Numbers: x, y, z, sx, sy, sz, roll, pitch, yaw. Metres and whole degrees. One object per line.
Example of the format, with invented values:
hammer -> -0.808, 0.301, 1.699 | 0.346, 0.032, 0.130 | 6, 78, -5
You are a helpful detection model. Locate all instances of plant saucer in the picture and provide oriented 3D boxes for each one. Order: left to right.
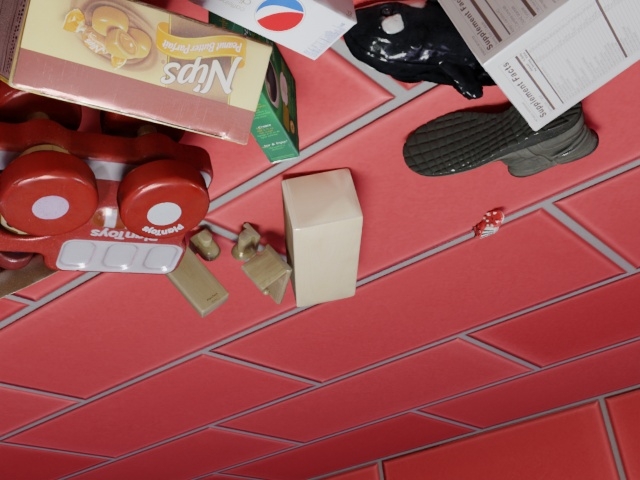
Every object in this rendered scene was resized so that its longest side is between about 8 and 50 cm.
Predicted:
plant saucer -> -0.466, 0.054, 1.226 | 0.199, 0.036, 0.198 | -21, -169, 4

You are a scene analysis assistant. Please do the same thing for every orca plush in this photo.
orca plush -> 0.162, -0.187, 0.931 | 0.287, 0.102, 0.151 | 15, 145, -35

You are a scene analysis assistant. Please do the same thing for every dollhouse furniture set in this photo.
dollhouse furniture set -> -0.155, 0.063, 1.288 | 0.151, 0.144, 0.123 | -36, 163, -25

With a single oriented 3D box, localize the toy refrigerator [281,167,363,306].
toy refrigerator -> 0.000, 0.000, 1.263 | 0.102, 0.094, 0.269 | -11, 153, -6

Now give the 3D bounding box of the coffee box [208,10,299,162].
coffee box -> -0.070, -0.179, 0.891 | 0.040, 0.113, 0.184 | -10, 153, 13

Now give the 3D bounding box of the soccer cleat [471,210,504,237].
soccer cleat -> 0.281, -0.027, 1.341 | 0.036, 0.029, 0.083 | -4, 156, -24

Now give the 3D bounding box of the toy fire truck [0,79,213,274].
toy fire truck -> -0.281, -0.046, 0.960 | 0.302, 0.169, 0.254 | 2, 139, -30

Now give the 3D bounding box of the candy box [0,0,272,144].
candy box -> -0.194, -0.165, 0.720 | 0.183, 0.087, 0.316 | 10, -171, -31

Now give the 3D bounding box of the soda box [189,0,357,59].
soda box -> -0.069, -0.256, 0.784 | 0.216, 0.073, 0.069 | 17, 144, -38

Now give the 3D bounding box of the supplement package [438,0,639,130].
supplement package -> 0.248, -0.244, 0.755 | 0.244, 0.133, 0.139 | -35, 143, 18

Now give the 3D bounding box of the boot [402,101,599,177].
boot -> 0.249, -0.118, 1.113 | 0.247, 0.083, 0.161 | -16, 156, 19
